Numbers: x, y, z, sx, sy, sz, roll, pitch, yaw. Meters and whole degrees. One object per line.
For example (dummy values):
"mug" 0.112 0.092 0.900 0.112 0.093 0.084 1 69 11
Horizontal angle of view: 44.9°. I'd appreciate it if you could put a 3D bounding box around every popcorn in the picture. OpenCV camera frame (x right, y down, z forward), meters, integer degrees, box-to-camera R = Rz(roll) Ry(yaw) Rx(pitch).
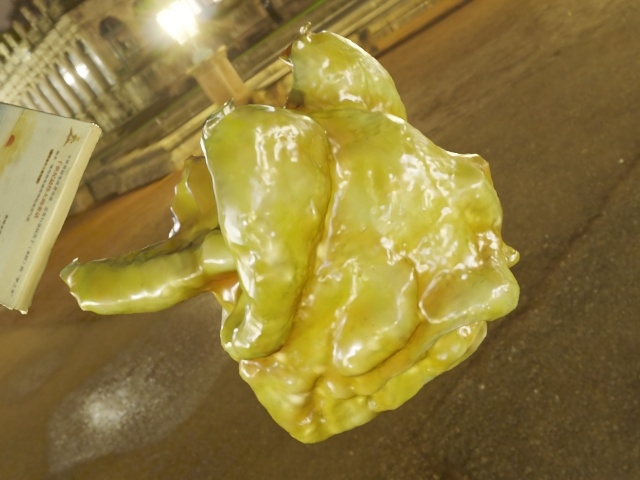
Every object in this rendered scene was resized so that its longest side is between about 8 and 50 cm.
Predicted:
"popcorn" -0.004 0.010 0.617 0.321 0.290 0.325 -44 -18 -13

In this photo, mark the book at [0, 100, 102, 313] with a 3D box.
"book" -0.357 -0.053 0.832 0.290 0.026 0.201 15 81 39
